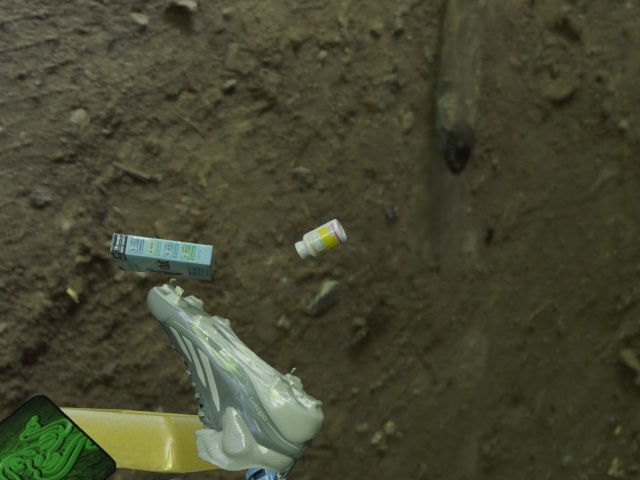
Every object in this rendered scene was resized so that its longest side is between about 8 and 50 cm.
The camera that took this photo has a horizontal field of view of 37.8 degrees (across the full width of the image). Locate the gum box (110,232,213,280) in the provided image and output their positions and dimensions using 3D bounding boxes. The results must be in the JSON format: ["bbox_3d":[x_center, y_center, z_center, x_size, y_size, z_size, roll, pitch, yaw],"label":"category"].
[{"bbox_3d":[-0.299,0.033,1.791,0.157,0.184,0.041,112,-16,-76],"label":"gum box"}]

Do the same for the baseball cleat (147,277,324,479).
[{"bbox_3d":[-0.094,0.123,0.798,0.109,0.206,0.072,-57,149,4],"label":"baseball cleat"}]

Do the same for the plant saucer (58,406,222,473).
[{"bbox_3d":[-0.290,0.316,1.504,0.333,0.333,0.081,29,63,-66],"label":"plant saucer"}]

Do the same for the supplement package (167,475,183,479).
[{"bbox_3d":[-0.302,0.571,1.618,0.175,0.177,0.293,-12,142,-23],"label":"supplement package"}]

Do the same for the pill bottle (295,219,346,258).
[{"bbox_3d":[0.000,0.000,1.606,0.083,0.043,0.043,-27,138,11],"label":"pill bottle"}]

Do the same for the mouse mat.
[{"bbox_3d":[-0.380,0.300,1.205,0.190,0.007,0.152,-39,110,3],"label":"mouse mat"}]

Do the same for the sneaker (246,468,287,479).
[{"bbox_3d":[-0.080,0.337,1.320,0.053,0.144,0.059,-31,110,17],"label":"sneaker"}]
